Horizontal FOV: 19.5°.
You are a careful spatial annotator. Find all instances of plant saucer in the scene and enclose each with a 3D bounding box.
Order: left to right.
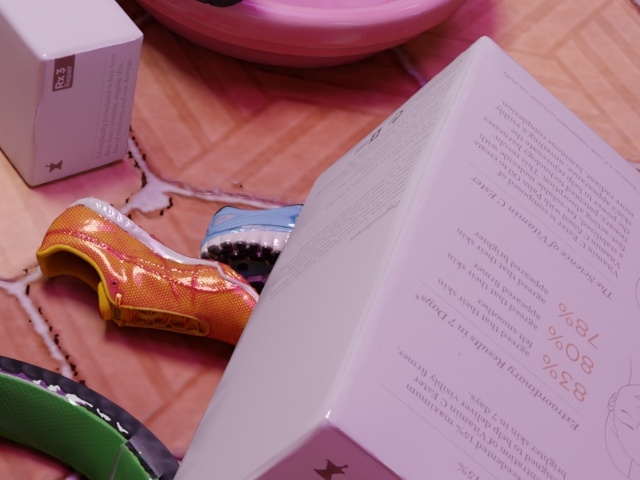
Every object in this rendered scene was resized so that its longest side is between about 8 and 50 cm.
[{"bbox_3d":[-0.034,-0.245,1.489,0.332,0.084,0.332,8,42,-8],"label":"plant saucer"}]

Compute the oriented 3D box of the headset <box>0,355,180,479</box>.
[{"bbox_3d":[-0.253,0.168,0.954,0.394,0.185,0.243,-1,33,-40],"label":"headset"}]

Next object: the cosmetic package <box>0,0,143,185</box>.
[{"bbox_3d":[-0.218,-0.158,1.313,0.085,0.117,0.231,-19,52,-31],"label":"cosmetic package"}]

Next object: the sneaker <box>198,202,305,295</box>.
[{"bbox_3d":[0.000,0.000,1.244,0.162,0.063,0.073,7,38,-9],"label":"sneaker"}]

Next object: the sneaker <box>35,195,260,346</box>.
[{"bbox_3d":[-0.102,0.037,1.186,0.175,0.064,0.067,24,61,18],"label":"sneaker"}]

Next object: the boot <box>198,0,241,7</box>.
[{"bbox_3d":[-0.089,-0.275,1.387,0.161,0.083,0.246,-22,54,-42],"label":"boot"}]

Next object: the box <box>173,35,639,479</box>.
[{"bbox_3d":[0.078,0.085,1.037,0.215,0.168,0.345,40,39,-13],"label":"box"}]
